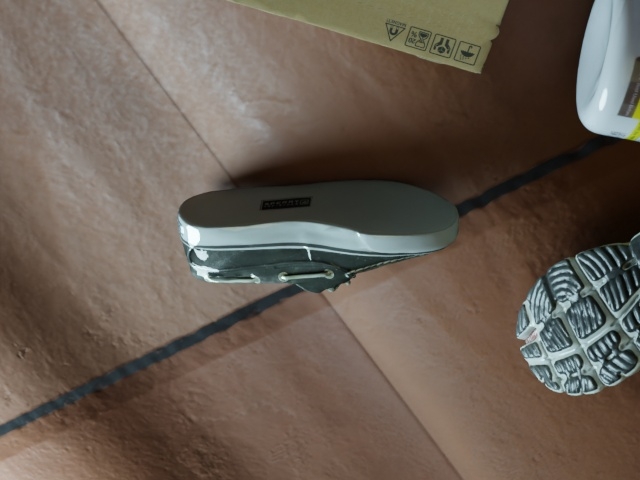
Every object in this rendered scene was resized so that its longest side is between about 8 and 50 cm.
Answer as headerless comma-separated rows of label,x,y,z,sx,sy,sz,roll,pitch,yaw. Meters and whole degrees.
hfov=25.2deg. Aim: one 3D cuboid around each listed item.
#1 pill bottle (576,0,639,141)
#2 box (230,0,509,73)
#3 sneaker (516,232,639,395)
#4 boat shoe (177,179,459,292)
pill bottle,0.292,-0.113,0.977,0.215,0.117,0.117,10,124,-2
box,0.044,-0.214,0.988,0.201,0.021,0.164,16,124,-5
sneaker,0.274,0.039,1.094,0.118,0.107,0.279,2,152,-45
boat shoe,0.000,0.000,1.108,0.219,0.078,0.070,1,123,14
